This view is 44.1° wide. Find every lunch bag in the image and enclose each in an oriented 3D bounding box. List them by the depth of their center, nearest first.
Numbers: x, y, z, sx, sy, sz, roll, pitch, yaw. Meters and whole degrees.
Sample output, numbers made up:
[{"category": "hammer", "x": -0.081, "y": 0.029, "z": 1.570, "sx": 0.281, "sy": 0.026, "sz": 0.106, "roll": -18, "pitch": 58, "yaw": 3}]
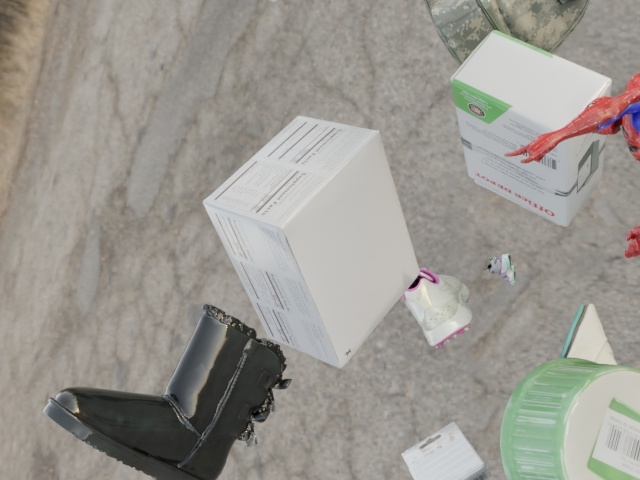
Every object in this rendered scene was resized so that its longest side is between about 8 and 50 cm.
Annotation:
[{"category": "lunch bag", "x": 0.339, "y": -0.445, "z": 1.447, "sx": 0.256, "sy": 0.212, "sz": 0.305, "roll": -31, "pitch": 29, "yaw": 19}]

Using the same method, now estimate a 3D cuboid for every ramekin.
[{"category": "ramekin", "x": 0.474, "y": 0.350, "z": 1.342, "sx": 0.148, "sy": 0.303, "sz": 0.303, "roll": 154, "pitch": 123, "yaw": -68}]

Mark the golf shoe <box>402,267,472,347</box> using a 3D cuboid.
[{"category": "golf shoe", "x": 0.221, "y": 0.100, "z": 1.559, "sx": 0.115, "sy": 0.140, "sz": 0.306, "roll": -38, "pitch": 6, "yaw": 8}]

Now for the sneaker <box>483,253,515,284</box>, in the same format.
[{"category": "sneaker", "x": 0.421, "y": 0.069, "z": 1.866, "sx": 0.069, "sy": 0.098, "sz": 0.038, "roll": -6, "pitch": 42, "yaw": 24}]

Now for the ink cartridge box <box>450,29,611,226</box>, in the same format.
[{"category": "ink cartridge box", "x": 0.343, "y": -0.174, "z": 1.288, "sx": 0.211, "sy": 0.289, "sz": 0.121, "roll": 33, "pitch": 77, "yaw": 27}]

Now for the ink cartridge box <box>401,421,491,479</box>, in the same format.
[{"category": "ink cartridge box", "x": 0.264, "y": 0.480, "z": 1.689, "sx": 0.145, "sy": 0.045, "sz": 0.179, "roll": -32, "pitch": 18, "yaw": -1}]

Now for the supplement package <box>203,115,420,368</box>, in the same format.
[{"category": "supplement package", "x": 0.000, "y": 0.000, "z": 1.076, "sx": 0.145, "sy": 0.262, "sz": 0.204, "roll": 18, "pitch": 53, "yaw": 38}]

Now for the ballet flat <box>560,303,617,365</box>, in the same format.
[{"category": "ballet flat", "x": 0.485, "y": 0.281, "z": 1.477, "sx": 0.139, "sy": 0.139, "sz": 0.400, "roll": -33, "pitch": 11, "yaw": 48}]

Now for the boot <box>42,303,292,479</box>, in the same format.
[{"category": "boot", "x": -0.080, "y": 0.083, "z": 0.448, "sx": 0.045, "sy": 0.121, "sz": 0.099, "roll": 10, "pitch": 66, "yaw": 59}]

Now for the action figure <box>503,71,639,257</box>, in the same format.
[{"category": "action figure", "x": 0.233, "y": -0.031, "z": 0.499, "sx": 0.139, "sy": 0.091, "sz": 0.280, "roll": -34, "pitch": 30, "yaw": -2}]

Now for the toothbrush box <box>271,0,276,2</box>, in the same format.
[{"category": "toothbrush box", "x": -0.040, "y": -0.357, "z": 0.602, "sx": 0.216, "sy": 0.126, "sz": 0.295, "roll": 30, "pitch": 73, "yaw": 24}]
